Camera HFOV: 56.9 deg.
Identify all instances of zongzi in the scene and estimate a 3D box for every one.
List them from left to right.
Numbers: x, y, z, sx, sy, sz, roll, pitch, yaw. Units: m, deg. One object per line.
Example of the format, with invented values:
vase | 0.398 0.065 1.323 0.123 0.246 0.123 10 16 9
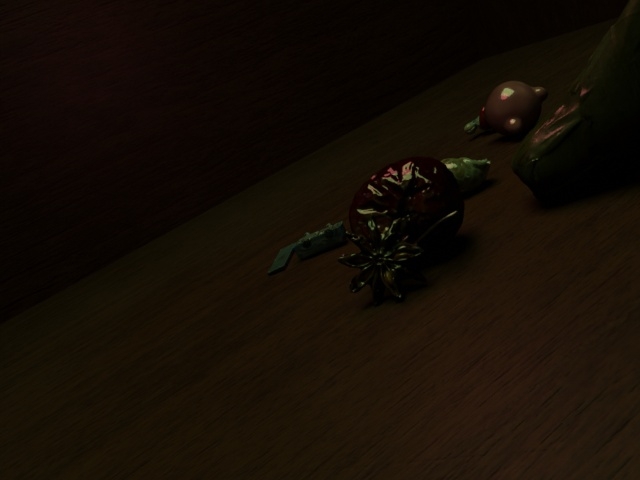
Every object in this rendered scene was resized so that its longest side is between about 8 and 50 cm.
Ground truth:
zongzi | 0.514 -0.274 1.132 0.355 0.393 0.174 -25 38 17

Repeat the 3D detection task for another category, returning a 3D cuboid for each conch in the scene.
conch | 0.356 -0.163 1.526 0.172 0.106 0.116 -10 8 1

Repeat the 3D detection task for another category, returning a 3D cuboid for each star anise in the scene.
star anise | 0.150 0.035 1.132 0.233 0.178 0.073 -2 2 21

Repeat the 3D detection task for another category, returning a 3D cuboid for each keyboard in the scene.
keyboard | -0.109 0.052 1.695 0.055 0.014 0.176 -22 16 16

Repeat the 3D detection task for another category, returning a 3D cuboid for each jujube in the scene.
jujube | 0.185 -0.059 1.244 0.232 0.213 0.213 -26 14 23

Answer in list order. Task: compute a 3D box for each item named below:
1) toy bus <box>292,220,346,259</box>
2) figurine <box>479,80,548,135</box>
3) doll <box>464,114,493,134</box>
toy bus | 0.000 0.000 1.608 0.152 0.061 0.051 -22 17 17
figurine | 0.591 -0.403 1.806 0.173 0.173 0.173 -23 16 7
doll | 0.593 -0.413 2.004 0.213 0.072 0.103 -17 19 18
